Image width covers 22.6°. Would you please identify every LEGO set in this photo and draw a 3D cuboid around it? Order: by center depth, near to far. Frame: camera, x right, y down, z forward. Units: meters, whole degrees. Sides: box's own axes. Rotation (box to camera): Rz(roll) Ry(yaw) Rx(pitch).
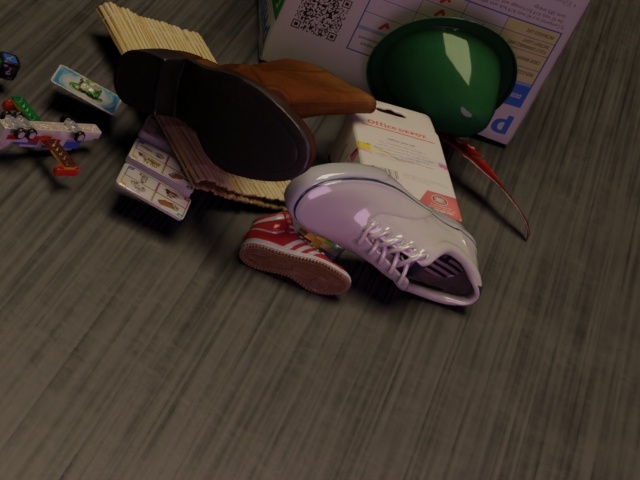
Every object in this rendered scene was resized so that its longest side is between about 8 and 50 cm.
[{"bbox_3d":[-0.242,-0.103,1.653,0.244,0.060,0.182,29,26,-9],"label":"LEGO set"}]

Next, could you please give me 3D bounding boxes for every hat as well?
[{"bbox_3d":[0.157,-0.137,1.874,0.208,0.173,0.184,7,47,-5],"label":"hat"}]

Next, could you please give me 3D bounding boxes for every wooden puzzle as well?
[{"bbox_3d":[0.000,0.000,1.703,0.049,0.006,0.083,34,34,9],"label":"wooden puzzle"}]

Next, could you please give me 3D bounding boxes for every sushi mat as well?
[{"bbox_3d":[-0.134,-0.149,1.778,0.151,0.019,0.316,13,34,-42],"label":"sushi mat"}]

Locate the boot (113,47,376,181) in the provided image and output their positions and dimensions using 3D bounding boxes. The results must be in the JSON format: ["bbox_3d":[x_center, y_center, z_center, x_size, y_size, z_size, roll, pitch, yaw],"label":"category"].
[{"bbox_3d":[-0.038,-0.132,1.698,0.264,0.096,0.280,20,15,36],"label":"boot"}]

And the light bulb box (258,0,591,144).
[{"bbox_3d":[0.145,-0.367,1.981,0.357,0.361,0.225,18,33,-16],"label":"light bulb box"}]

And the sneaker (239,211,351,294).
[{"bbox_3d":[-0.021,0.011,1.641,0.118,0.042,0.067,21,37,-6],"label":"sneaker"}]

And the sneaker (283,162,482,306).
[{"bbox_3d":[0.077,-0.004,1.653,0.258,0.094,0.091,20,31,-36],"label":"sneaker"}]

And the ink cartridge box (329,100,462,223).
[{"bbox_3d":[0.079,-0.075,1.808,0.115,0.067,0.198,15,37,-19],"label":"ink cartridge box"}]
